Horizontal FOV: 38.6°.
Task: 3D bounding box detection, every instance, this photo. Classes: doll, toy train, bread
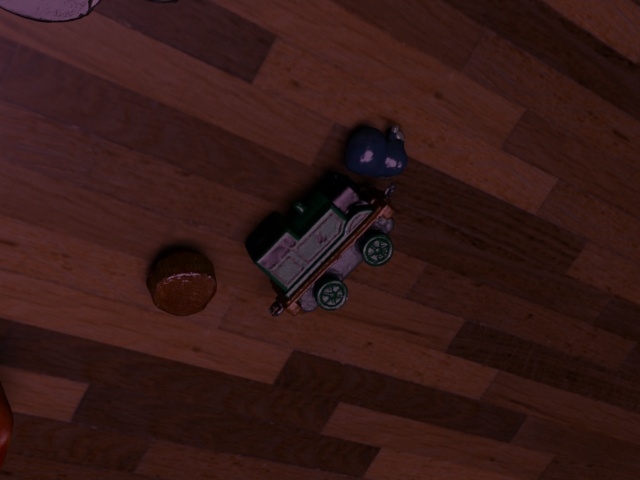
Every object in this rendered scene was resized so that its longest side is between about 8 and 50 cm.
[{"bbox_3d":[0.070,-0.111,1.134,0.083,0.050,0.076,10,110,-28],"label":"doll"},{"bbox_3d":[0.000,0.000,1.142,0.136,0.091,0.228,39,97,-27],"label":"toy train"},{"bbox_3d":[-0.169,0.049,1.110,0.085,0.053,0.085,-12,135,-13],"label":"bread"}]

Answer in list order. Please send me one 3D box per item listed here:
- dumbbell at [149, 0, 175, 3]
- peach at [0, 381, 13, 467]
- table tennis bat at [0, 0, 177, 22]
[{"bbox_3d":[-0.136,-0.337,0.806,0.192,0.192,0.290,-39,129,1],"label":"dumbbell"},{"bbox_3d":[-0.441,0.203,0.988,0.192,0.190,0.190,-11,125,-42],"label":"peach"},{"bbox_3d":[-0.241,-0.273,0.902,0.220,0.019,0.130,9,116,-28],"label":"table tennis bat"}]
